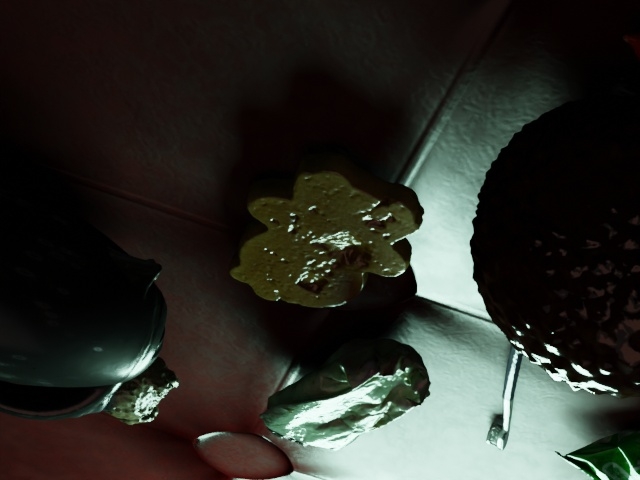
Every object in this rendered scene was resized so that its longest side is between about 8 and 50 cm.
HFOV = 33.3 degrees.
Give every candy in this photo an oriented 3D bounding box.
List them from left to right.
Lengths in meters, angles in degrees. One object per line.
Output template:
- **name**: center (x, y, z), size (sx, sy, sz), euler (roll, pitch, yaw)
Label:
- **candy**: center (0.409, 0.282, 1.317), size (0.203, 0.078, 0.141), euler (-17, 122, 48)

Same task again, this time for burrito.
- **burrito**: center (0.036, 0.182, 1.293), size (0.143, 0.089, 0.229), euler (17, 144, -28)

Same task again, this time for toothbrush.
- **toothbrush**: center (0.225, 0.173, 1.277), size (0.026, 0.024, 0.288), euler (19, 144, 16)

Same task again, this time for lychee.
- **lychee**: center (0.255, 0.008, 0.897), size (0.260, 0.261, 0.261), euler (8, 141, 6)

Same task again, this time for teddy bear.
- **teddy bear**: center (-0.305, 0.159, 1.325), size (0.251, 0.129, 0.182), euler (28, 141, -17)

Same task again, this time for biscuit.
- **biscuit**: center (0.000, -0.002, 1.115), size (0.184, 0.035, 0.249), euler (23, 141, -11)

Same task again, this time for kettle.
- **kettle**: center (-0.320, 0.083, 1.170), size (0.290, 0.207, 0.268), euler (25, 119, -27)

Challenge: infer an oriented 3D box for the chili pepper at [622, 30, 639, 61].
- **chili pepper**: center (0.326, -0.126, 0.857), size (0.191, 0.050, 0.059), euler (21, 133, -12)
